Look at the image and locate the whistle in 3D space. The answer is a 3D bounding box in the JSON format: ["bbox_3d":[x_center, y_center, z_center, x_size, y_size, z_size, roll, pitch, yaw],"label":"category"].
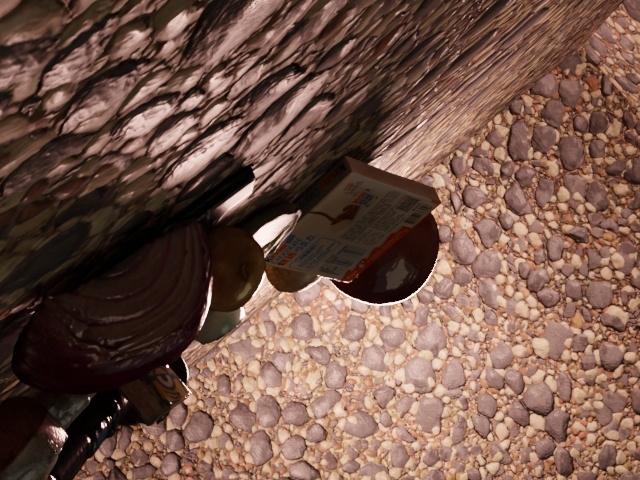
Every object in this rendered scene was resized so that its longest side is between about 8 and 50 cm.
[{"bbox_3d":[-0.375,0.234,1.235,0.346,0.133,0.142,-48,177,-27],"label":"whistle"}]

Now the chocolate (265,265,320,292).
[{"bbox_3d":[0.000,0.000,1.932,0.309,0.134,0.134,-41,176,32],"label":"chocolate"}]

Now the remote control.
[{"bbox_3d":[-0.172,-0.006,1.072,0.245,0.025,0.063,-39,171,-20],"label":"remote control"}]

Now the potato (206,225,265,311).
[{"bbox_3d":[-0.138,0.041,1.286,0.109,0.119,0.178,0,174,-21],"label":"potato"}]

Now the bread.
[{"bbox_3d":[-0.156,0.037,1.518,0.301,0.045,0.301,-41,174,-6],"label":"bread"}]

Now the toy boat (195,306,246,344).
[{"bbox_3d":[-0.239,0.171,2.100,0.134,0.079,0.207,-32,-175,-7],"label":"toy boat"}]

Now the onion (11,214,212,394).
[{"bbox_3d":[-0.209,0.107,1.026,0.250,0.111,0.247,-37,167,-37],"label":"onion"}]

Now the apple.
[{"bbox_3d":[0.132,0.001,2.103,0.235,0.305,0.305,-56,168,29],"label":"apple"}]

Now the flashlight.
[{"bbox_3d":[-0.395,0.321,1.442,0.103,0.103,0.424,-41,-172,18],"label":"flashlight"}]

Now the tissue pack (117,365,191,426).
[{"bbox_3d":[-0.302,0.234,1.579,0.060,0.148,0.108,-42,176,12],"label":"tissue pack"}]

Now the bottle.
[{"bbox_3d":[-0.356,0.302,1.865,0.156,0.143,0.271,-37,176,-29],"label":"bottle"}]

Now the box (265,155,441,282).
[{"bbox_3d":[0.049,-0.030,1.743,0.265,0.048,0.273,15,133,-46],"label":"box"}]
